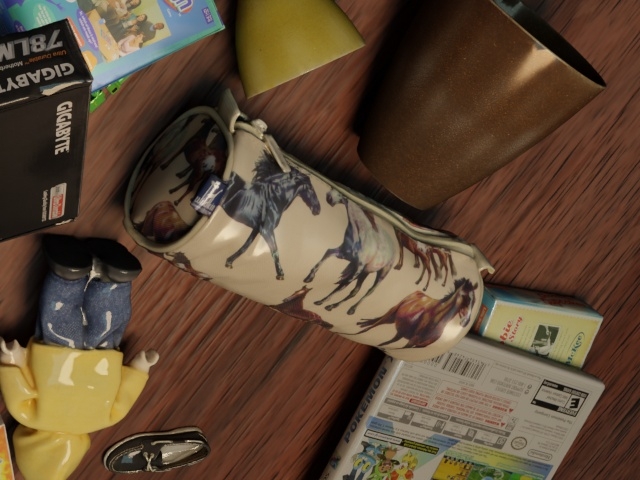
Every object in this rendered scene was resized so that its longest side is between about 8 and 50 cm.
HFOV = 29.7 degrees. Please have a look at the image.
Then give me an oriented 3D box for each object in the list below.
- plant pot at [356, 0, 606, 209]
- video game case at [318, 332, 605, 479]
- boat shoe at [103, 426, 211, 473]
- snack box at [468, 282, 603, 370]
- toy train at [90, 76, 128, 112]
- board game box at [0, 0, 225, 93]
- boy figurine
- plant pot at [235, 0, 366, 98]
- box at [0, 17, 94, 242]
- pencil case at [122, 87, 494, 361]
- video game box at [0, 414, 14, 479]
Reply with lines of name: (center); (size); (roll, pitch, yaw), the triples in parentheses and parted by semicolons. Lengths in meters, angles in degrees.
plant pot: (0.152, -0.151, 1.313); (0.215, 0.215, 0.230); (26, 114, -36)
video game case: (0.176, 0.267, 1.557); (0.329, 0.036, 0.300); (20, 104, -31)
boat shoe: (-0.190, 0.252, 1.417); (0.125, 0.038, 0.046); (-6, 117, -26)
snack box: (0.235, 0.219, 1.619); (0.187, 0.060, 0.322); (10, 109, -30)
toy train: (-0.209, -0.161, 1.209); (0.083, 0.017, 0.024); (-43, 137, -3)
board game box: (-0.216, -0.230, 1.140); (0.210, 0.047, 0.160); (-28, 117, -13)
boy figurine: (-0.261, 0.141, 1.289); (0.177, 0.092, 0.285); (2, 114, -30)
plant pot: (-0.034, -0.214, 1.221); (0.134, 0.134, 0.095); (-27, 99, -14)
box: (-0.351, -0.057, 1.044); (0.293, 0.073, 0.295); (-17, 164, -20)
pencil case: (0.000, 0.000, 1.314); (0.410, 0.160, 0.183); (26, 127, -35)
video game box: (-0.423, 0.297, 1.308); (0.187, 0.048, 0.205); (-16, 121, -24)
